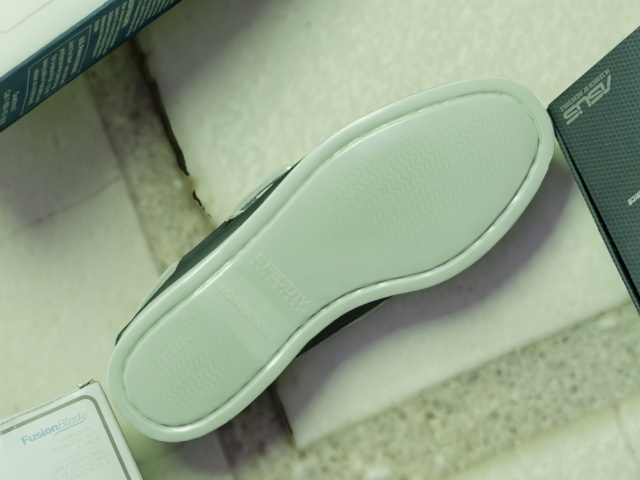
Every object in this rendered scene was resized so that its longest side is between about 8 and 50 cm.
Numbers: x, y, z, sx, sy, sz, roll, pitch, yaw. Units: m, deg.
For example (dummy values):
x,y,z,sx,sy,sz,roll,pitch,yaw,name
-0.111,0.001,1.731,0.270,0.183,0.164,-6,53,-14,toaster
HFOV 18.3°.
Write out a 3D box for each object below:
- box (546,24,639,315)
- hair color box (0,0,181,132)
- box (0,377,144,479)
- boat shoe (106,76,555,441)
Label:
x,y,z,sx,sy,sz,roll,pitch,yaw,name
0.246,-0.064,1.059,0.232,0.059,0.183,-42,55,32,box
-0.134,-0.212,1.138,0.347,0.105,0.174,-38,84,-19,hair color box
-0.149,0.245,1.146,0.169,0.087,0.290,-24,85,-14,box
0.000,0.000,1.171,0.302,0.091,0.114,-32,102,5,boat shoe
